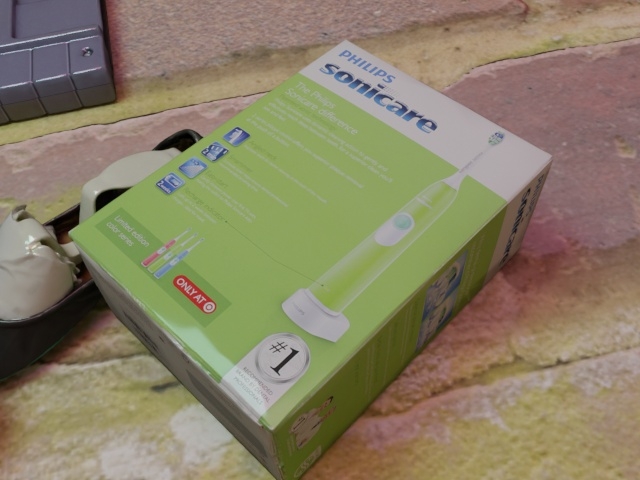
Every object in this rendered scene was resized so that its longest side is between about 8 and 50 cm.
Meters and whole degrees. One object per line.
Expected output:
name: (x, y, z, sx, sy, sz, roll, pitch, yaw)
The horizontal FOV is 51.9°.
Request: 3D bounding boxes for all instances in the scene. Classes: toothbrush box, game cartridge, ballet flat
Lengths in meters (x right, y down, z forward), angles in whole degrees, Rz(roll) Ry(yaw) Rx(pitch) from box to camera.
toothbrush box: (0.000, 0.000, 0.500, 0.206, 0.122, 0.283, 36, 64, 25)
game cartridge: (-0.365, -0.270, 0.752, 0.230, 0.068, 0.354, -11, 54, -10)
ballet flat: (-0.194, -0.002, 0.526, 0.095, 0.096, 0.280, 37, 64, 24)
